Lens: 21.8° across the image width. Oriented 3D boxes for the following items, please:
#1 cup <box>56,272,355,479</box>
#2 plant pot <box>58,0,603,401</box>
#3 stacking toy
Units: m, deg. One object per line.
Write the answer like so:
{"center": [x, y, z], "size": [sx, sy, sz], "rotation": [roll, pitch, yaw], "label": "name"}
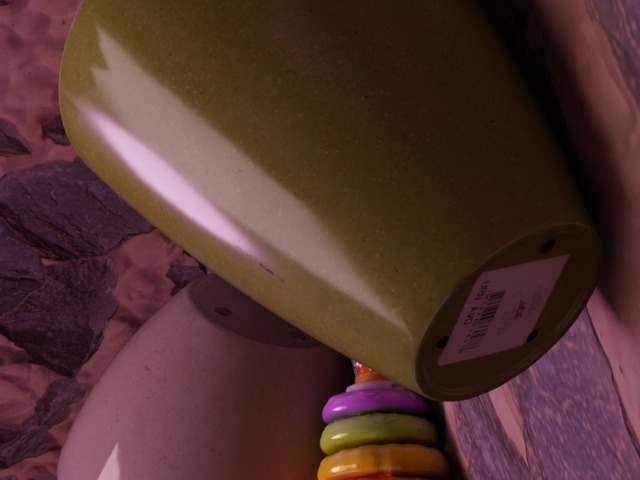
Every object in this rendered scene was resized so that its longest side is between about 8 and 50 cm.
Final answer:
{"center": [-0.091, 0.174, 1.755], "size": [0.331, 0.331, 0.237], "rotation": [-120, 43, -60], "label": "cup"}
{"center": [0.027, -0.047, 1.024], "size": [0.293, 0.275, 0.274], "rotation": [50, 158, 34], "label": "plant pot"}
{"center": [0.059, 0.198, 1.616], "size": [0.175, 0.166, 0.301], "rotation": [96, 172, -70], "label": "stacking toy"}
